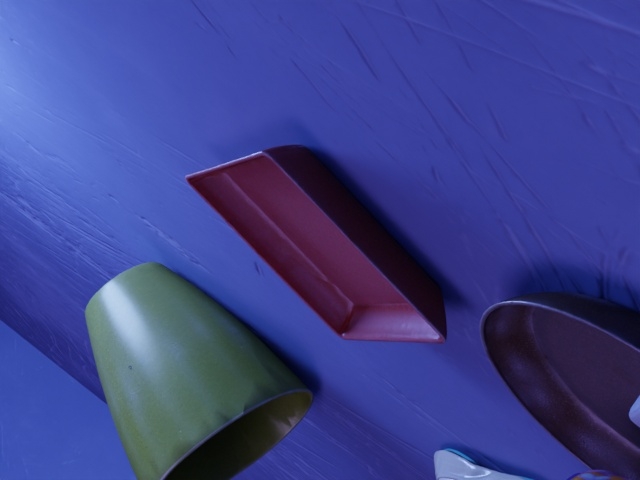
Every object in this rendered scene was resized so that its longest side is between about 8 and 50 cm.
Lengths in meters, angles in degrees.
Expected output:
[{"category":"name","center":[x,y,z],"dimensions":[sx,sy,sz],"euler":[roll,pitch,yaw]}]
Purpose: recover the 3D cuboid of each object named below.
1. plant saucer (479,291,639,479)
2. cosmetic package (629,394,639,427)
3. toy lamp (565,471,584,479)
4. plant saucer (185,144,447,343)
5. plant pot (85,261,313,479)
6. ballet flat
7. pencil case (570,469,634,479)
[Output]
[{"category":"plant saucer","center":[0.273,0.144,1.174],"dimensions":[0.311,0.050,0.310],"euler":[36,162,14]},{"category":"cosmetic package","center":[0.414,0.155,0.724],"dimensions":[0.453,0.161,0.230],"euler":[39,161,10]},{"category":"toy lamp","center":[0.352,0.349,1.442],"dimensions":[0.275,0.080,0.080],"euler":[45,162,-8]},{"category":"plant saucer","center":[0.000,0.000,1.407],"dimensions":[0.258,0.047,0.259],"euler":[46,163,-14]},{"category":"plant pot","center":[-0.206,0.186,1.979],"dimensions":[0.293,0.275,0.275],"euler":[52,166,19]},{"category":"ballet flat","center":[0.193,0.312,1.682],"dimensions":[0.086,0.086,0.248],"euler":[48,162,-19]},{"category":"pencil case","center":[0.308,0.281,1.142],"dimensions":[0.124,0.124,0.284],"euler":[51,161,-28]}]
